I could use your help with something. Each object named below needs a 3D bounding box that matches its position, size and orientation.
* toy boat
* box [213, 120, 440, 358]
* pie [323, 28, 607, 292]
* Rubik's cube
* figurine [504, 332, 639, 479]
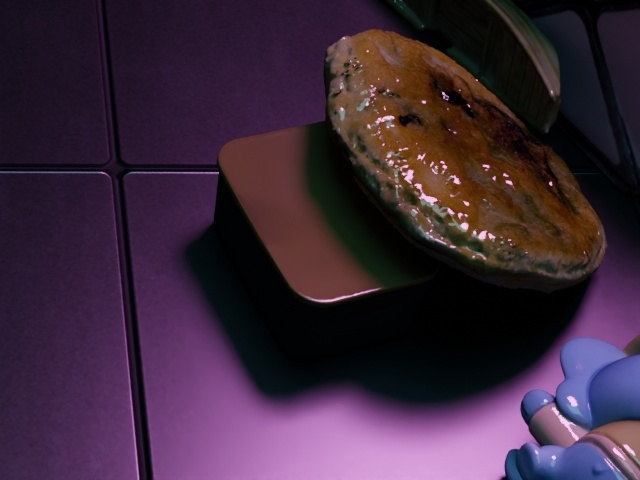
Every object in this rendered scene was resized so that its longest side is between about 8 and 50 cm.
[{"bbox_3d":[0.160,-0.204,1.743,0.055,0.093,0.293,-17,44,-27],"label":"toy boat"},{"bbox_3d":[0.000,0.000,1.532,0.144,0.090,0.201,-15,52,-24],"label":"box"},{"bbox_3d":[0.136,-0.069,1.564,0.323,0.070,0.323,28,29,-17],"label":"pie"},{"bbox_3d":[0.361,-0.273,1.724,0.307,0.305,0.310,-24,59,-27],"label":"Rubik's cube"},{"bbox_3d":[0.242,0.161,1.389,0.262,0.154,0.180,-15,26,-40],"label":"figurine"}]
